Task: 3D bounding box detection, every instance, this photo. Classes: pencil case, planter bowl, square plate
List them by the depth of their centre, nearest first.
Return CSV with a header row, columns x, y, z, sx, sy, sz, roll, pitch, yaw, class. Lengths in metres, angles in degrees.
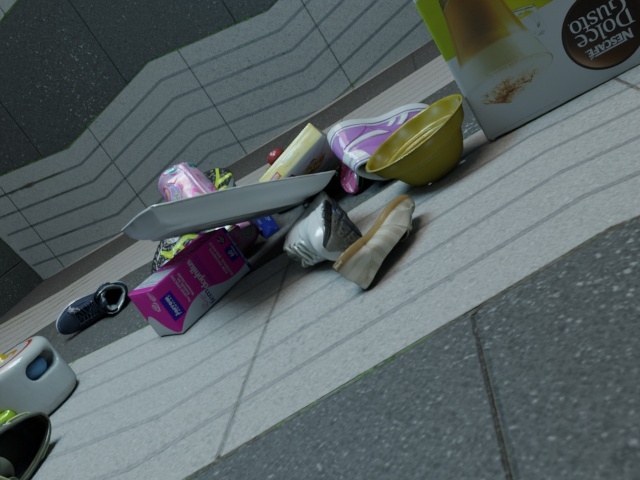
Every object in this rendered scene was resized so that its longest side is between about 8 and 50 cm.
x,y,z,sx,sy,sz,roll,pitch,yaw,class
0.194,-0.165,1.203,0.217,0.090,0.217,-38,15,12,planter bowl
-0.186,-0.057,1.263,0.343,0.049,0.347,-13,0,-25,square plate
-0.266,-0.074,1.562,0.124,0.124,0.284,-38,59,-17,pencil case

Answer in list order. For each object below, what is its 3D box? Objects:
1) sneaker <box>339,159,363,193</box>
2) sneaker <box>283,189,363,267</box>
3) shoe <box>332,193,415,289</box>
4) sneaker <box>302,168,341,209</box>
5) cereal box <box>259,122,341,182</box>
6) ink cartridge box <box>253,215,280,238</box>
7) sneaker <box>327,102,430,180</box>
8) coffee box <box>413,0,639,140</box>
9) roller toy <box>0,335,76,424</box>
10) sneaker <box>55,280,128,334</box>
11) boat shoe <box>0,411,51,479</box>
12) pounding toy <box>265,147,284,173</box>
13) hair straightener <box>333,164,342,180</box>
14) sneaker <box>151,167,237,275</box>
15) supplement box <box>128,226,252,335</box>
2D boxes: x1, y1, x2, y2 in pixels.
x,y,z,sx,sy,sz,roll,pitch,yaw,class
0.088,-0.160,1.479,0.063,0.074,0.171,-54,25,33,sneaker
0.000,0.000,1.131,0.129,0.111,0.297,-42,7,4,sneaker
0.096,0.001,0.999,0.219,0.058,0.077,-43,-14,-44,shoe
0.006,-0.115,1.525,0.089,0.051,0.170,-34,11,14,sneaker
-0.031,-0.172,1.521,0.173,0.047,0.240,-48,-14,11,cereal box
-0.163,-0.069,1.638,0.046,0.097,0.207,-35,16,-8,ink cartridge box
0.171,-0.200,1.415,0.282,0.102,0.161,-19,49,-21,sneaker
0.385,-0.446,1.230,0.337,0.335,0.338,-27,19,20,coffee box
-0.626,0.298,1.364,0.191,0.146,0.209,-39,16,-21,roller toy
-0.641,0.191,1.836,0.226,0.086,0.163,-37,13,-16,sneaker
-0.511,0.361,1.008,0.091,0.109,0.305,-36,11,8,boat shoe
-0.085,-0.192,1.737,0.183,0.110,0.237,-47,0,35,pounding toy
0.038,-0.177,1.654,0.230,0.047,0.089,-22,19,37,hair straightener
-0.299,-0.009,1.700,0.145,0.147,0.385,6,54,28,sneaker
-0.266,0.084,1.353,0.113,0.111,0.220,-13,26,50,supplement box
